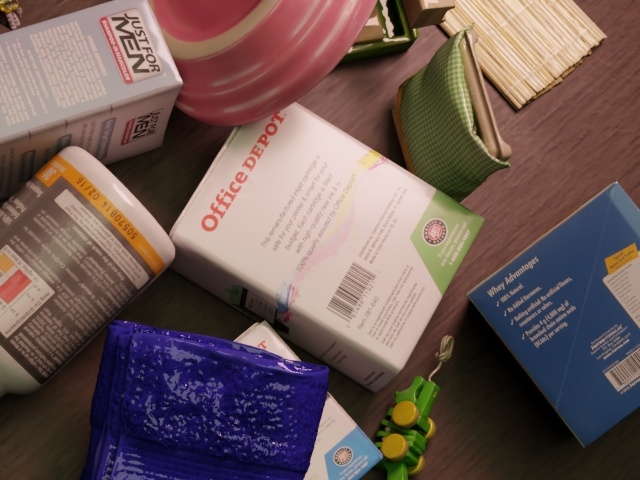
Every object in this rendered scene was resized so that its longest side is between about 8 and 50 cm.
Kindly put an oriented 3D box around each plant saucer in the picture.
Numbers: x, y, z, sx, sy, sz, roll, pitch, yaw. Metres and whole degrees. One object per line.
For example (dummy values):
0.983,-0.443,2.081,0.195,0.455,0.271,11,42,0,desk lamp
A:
-0.075,-0.286,1.704,0.084,0.332,0.332,28,64,-43,plant saucer

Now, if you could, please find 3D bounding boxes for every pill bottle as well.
-0.293,0.051,1.622,0.278,0.162,0.162,-44,87,-10,pill bottle

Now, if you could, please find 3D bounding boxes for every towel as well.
-0.130,0.246,1.592,0.228,0.076,0.308,11,90,7,towel

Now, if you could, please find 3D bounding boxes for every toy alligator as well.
0.092,0.185,1.740,0.051,0.056,0.189,7,67,32,toy alligator

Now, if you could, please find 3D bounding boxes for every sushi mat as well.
0.183,-0.309,1.922,0.151,0.019,0.316,-41,86,-21,sushi mat

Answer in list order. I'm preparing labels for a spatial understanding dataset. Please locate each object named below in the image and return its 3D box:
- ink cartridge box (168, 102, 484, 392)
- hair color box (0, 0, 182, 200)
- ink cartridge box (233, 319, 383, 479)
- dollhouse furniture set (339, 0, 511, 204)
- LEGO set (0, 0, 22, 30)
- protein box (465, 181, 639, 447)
0.000,0.000,1.736,0.278,0.117,0.201,31,69,-2,ink cartridge box
-0.341,-0.117,1.659,0.375,0.185,0.113,-19,78,-17,hair color box
-0.053,0.201,1.683,0.140,0.082,0.190,-39,84,-19,ink cartridge box
0.070,-0.178,1.762,0.151,0.197,0.301,-11,76,-17,dollhouse furniture set
-0.359,-0.331,1.680,0.192,0.255,0.331,32,55,27,LEGO set
0.295,0.076,1.733,0.200,0.136,0.201,-38,84,6,protein box
